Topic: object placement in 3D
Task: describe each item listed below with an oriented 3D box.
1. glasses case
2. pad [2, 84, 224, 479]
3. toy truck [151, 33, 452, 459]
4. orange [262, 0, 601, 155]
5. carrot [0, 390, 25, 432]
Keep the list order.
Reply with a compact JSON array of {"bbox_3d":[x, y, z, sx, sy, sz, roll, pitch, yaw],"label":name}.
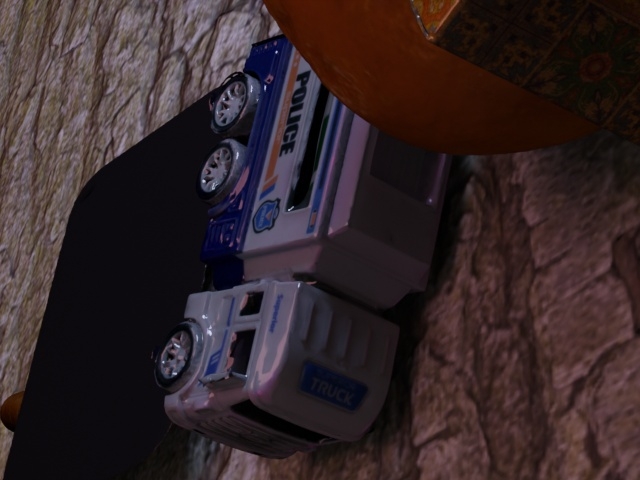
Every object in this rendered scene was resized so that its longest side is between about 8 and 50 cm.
[{"bbox_3d":[0.149,-0.090,0.716,0.075,0.218,0.049,-53,32,26],"label":"glasses case"},{"bbox_3d":[-0.126,0.048,1.288,0.315,0.063,0.375,-30,40,40],"label":"pad"},{"bbox_3d":[0.000,0.000,1.002,0.155,0.124,0.268,-13,59,50],"label":"toy truck"},{"bbox_3d":[0.096,-0.173,0.834,0.261,0.261,0.261,-37,42,43],"label":"orange"},{"bbox_3d":[-0.261,0.155,1.405,0.139,0.048,0.048,-4,68,59],"label":"carrot"}]
